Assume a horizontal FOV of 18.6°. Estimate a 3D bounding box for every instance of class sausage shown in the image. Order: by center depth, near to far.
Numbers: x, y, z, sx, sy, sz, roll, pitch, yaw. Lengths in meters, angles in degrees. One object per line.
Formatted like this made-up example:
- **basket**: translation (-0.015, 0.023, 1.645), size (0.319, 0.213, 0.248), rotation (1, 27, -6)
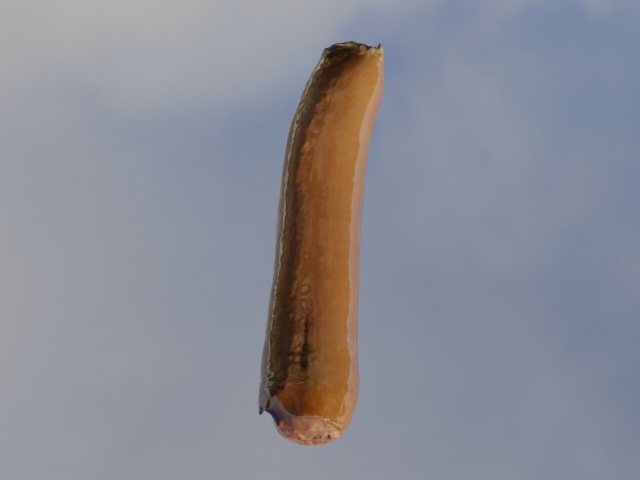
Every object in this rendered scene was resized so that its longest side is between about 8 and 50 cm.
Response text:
- **sausage**: translation (0.001, 0.000, 0.829), size (0.040, 0.047, 0.176), rotation (12, -113, -16)
